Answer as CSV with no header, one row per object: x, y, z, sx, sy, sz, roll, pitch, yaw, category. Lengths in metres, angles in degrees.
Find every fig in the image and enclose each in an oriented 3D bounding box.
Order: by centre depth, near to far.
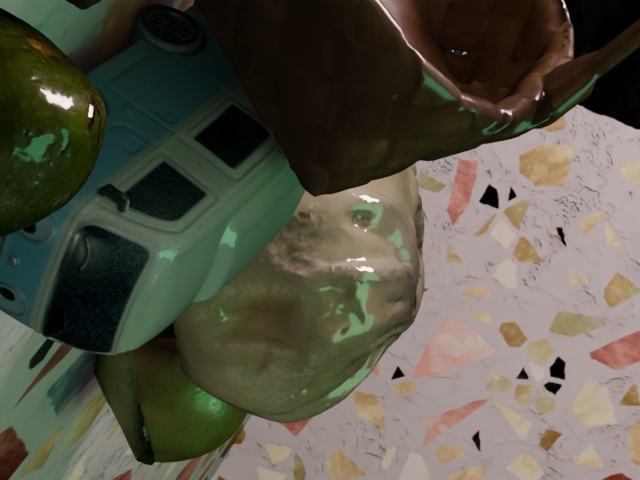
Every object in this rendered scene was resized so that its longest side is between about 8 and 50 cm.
-0.186,-0.041,0.623,0.156,0.123,0.123,-46,175,14,fig

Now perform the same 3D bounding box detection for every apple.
-0.152,0.138,1.409,0.188,0.173,0.207,116,-6,-58,apple

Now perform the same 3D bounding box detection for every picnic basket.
0.106,-0.217,0.860,0.337,0.293,0.337,-32,-171,5,picnic basket

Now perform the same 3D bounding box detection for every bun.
0.000,0.000,1.253,0.359,0.210,0.360,7,90,-75,bun

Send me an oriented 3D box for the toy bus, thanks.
-0.113,-0.040,0.874,0.271,0.164,0.133,-47,168,-50,toy bus

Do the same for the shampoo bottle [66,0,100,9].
-0.042,-0.266,0.694,0.350,0.084,0.125,-52,173,-25,shampoo bottle
